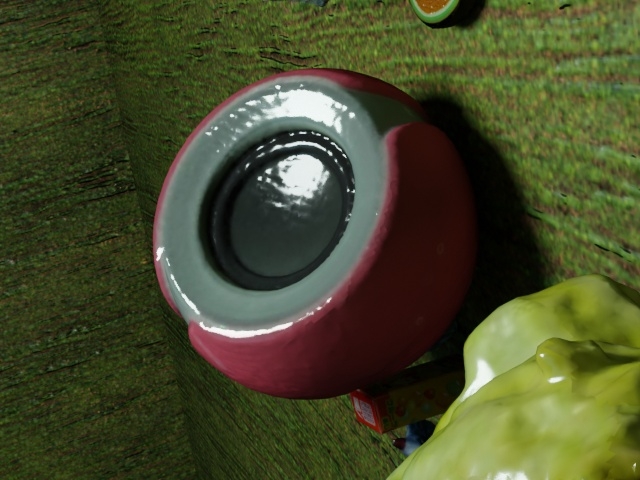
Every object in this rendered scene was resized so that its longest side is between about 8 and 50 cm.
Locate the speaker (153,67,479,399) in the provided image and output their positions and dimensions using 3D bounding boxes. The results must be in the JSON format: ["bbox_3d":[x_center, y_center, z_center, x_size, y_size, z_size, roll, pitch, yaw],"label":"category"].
[{"bbox_3d":[0.000,0.000,0.968,0.294,0.294,0.294,165,90,-72],"label":"speaker"}]

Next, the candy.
[{"bbox_3d":[0.095,0.145,1.041,0.062,0.122,0.038,-171,68,-70],"label":"candy"}]

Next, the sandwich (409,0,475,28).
[{"bbox_3d":[0.103,-0.209,0.894,0.101,0.026,0.069,121,136,-62],"label":"sandwich"}]

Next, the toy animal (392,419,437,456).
[{"bbox_3d":[0.140,0.266,1.032,0.255,0.176,0.239,44,130,28],"label":"toy animal"}]

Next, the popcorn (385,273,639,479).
[{"bbox_3d":[0.184,0.184,0.608,0.312,0.312,0.312,165,90,-72],"label":"popcorn"}]

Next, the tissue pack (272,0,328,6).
[{"bbox_3d":[-0.003,-0.353,0.906,0.257,0.081,0.185,113,152,-46],"label":"tissue pack"}]

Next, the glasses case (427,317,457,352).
[{"bbox_3d":[0.066,-0.013,1.139,0.105,0.056,0.266,-35,69,45],"label":"glasses case"}]
